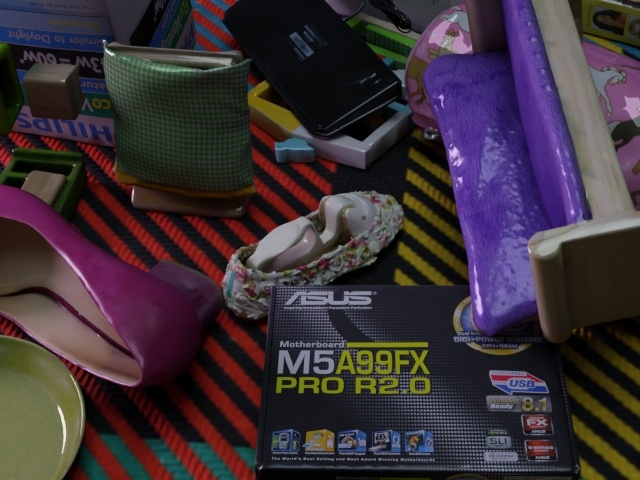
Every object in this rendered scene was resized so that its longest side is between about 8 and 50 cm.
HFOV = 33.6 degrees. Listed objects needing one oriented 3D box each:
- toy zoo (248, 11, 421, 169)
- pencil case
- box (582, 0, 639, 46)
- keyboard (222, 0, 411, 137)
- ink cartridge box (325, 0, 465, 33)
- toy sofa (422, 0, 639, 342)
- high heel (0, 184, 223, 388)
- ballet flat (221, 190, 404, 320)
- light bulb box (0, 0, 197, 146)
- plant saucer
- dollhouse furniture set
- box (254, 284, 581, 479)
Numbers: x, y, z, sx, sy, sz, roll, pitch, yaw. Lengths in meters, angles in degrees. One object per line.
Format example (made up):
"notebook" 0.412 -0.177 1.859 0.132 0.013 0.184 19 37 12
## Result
"toy zoo" 0.038 -0.184 1.325 0.192 0.030 0.293 27 50 28
"pencil case" 0.281 -0.131 1.165 0.386 0.167 0.160 29 33 31
"box" 0.383 -0.324 1.440 0.232 0.058 0.087 20 47 23
"keyboard" 0.013 -0.260 1.338 0.202 0.033 0.317 -33 48 -2
"ink cartridge box" 0.120 -0.402 1.488 0.289 0.121 0.211 18 47 20
"toy sofa" 0.193 -0.097 0.982 0.177 0.150 0.362 -11 55 8
"high heel" -0.287 0.037 0.998 0.377 0.127 0.181 11 19 10
"ballet flat" 0.000 0.000 1.095 0.091 0.077 0.241 33 53 32
"light bulb box" -0.363 -0.321 1.238 0.358 0.361 0.225 8 52 12
"plant saucer" -0.328 0.183 0.942 0.241 0.037 0.241 -1 42 1
"dollhouse furniture set" -0.227 -0.087 1.110 0.302 0.197 0.151 5 42 9
"box" 0.082 0.135 0.958 0.270 0.060 0.216 1 43 3
